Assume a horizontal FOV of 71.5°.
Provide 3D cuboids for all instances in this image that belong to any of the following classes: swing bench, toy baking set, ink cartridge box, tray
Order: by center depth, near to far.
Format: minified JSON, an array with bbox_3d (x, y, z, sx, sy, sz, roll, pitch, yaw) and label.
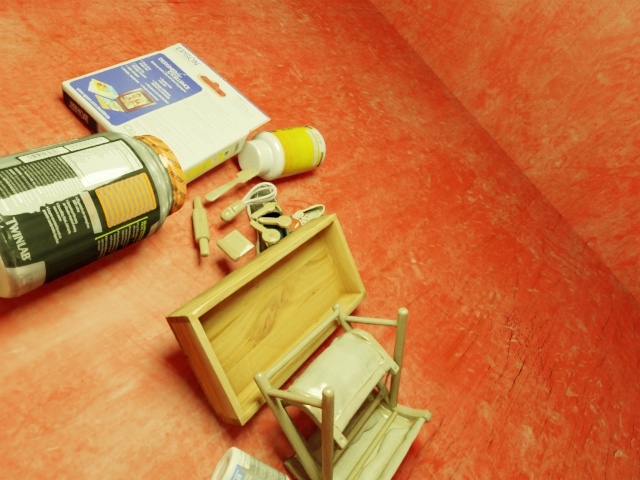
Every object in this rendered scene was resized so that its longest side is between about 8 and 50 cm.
[{"bbox_3d":[0.053,0.283,0.783,0.253,0.165,0.254,-33,114,-47],"label":"swing bench"},{"bbox_3d":[-0.071,0.121,0.845,0.411,0.076,0.203,-36,109,-46],"label":"tray"},{"bbox_3d":[-0.172,-0.056,0.935,0.197,0.030,0.256,-13,50,-17],"label":"toy baking set"},{"bbox_3d":[-0.322,-0.278,0.968,0.303,0.072,0.307,42,51,9],"label":"ink cartridge box"}]

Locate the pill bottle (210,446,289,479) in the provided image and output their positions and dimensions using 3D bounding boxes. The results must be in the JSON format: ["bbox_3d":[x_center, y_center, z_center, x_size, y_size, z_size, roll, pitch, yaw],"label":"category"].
[{"bbox_3d":[-0.095,0.382,0.676,0.137,0.078,0.078,34,44,-11],"label":"pill bottle"}]

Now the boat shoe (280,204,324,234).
[{"bbox_3d":[-0.041,-0.051,1.073,0.137,0.043,0.049,-30,80,-44],"label":"boat shoe"}]

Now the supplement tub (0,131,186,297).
[{"bbox_3d":[-0.388,-0.060,0.713,0.193,0.193,0.316,50,43,6],"label":"supplement tub"}]

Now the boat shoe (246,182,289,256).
[{"bbox_3d":[-0.110,-0.042,0.995,0.081,0.068,0.228,7,55,-33],"label":"boat shoe"}]

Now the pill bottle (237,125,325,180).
[{"bbox_3d":[-0.095,-0.216,1.104,0.215,0.117,0.117,-23,73,-45],"label":"pill bottle"}]
